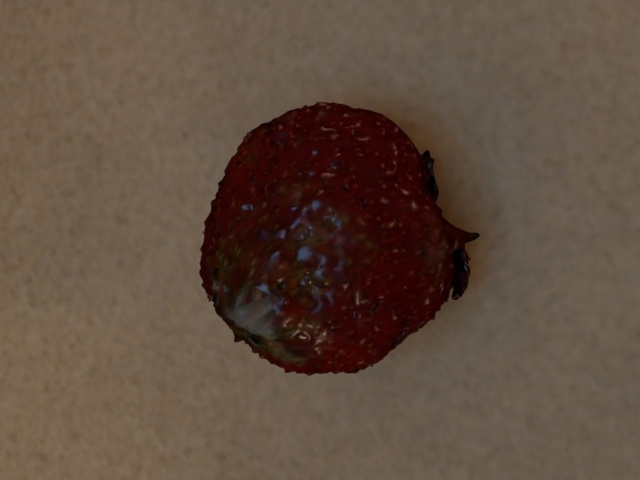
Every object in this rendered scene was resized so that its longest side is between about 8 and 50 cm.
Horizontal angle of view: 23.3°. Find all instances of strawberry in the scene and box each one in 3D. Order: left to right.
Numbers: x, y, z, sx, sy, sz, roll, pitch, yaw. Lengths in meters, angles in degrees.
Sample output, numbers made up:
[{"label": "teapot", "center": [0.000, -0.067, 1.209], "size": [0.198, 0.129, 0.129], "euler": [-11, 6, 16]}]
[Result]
[{"label": "strawberry", "center": [-0.001, 0.000, 0.569], "size": [0.106, 0.106, 0.106], "euler": [3, 98, 25]}]
